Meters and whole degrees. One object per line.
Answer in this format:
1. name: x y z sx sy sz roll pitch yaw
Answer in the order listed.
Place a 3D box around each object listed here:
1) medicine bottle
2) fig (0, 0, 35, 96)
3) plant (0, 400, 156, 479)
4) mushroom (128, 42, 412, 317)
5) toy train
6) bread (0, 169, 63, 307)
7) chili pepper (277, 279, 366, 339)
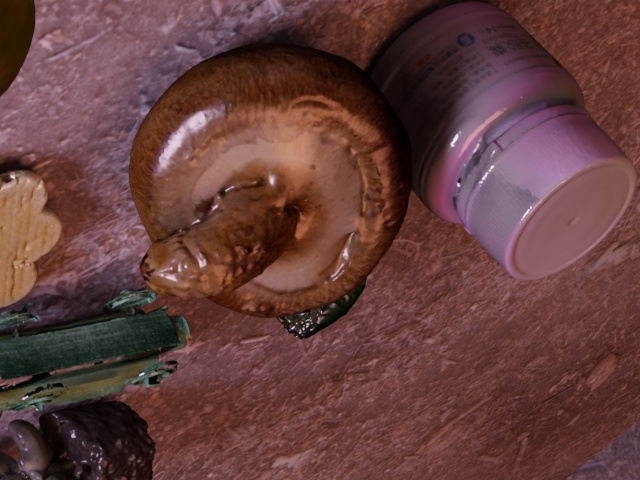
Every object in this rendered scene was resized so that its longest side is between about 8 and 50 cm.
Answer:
1. medicine bottle: 0.221 -0.122 1.780 0.241 0.302 0.241 -26 147 -19
2. fig: -0.392 -0.180 1.133 0.326 0.258 0.258 -24 147 -10
3. plant: -0.356 0.301 1.897 0.274 0.146 0.149 -10 110 -39
4. mushroom: -0.055 -0.071 1.639 0.345 0.239 0.345 -24 154 -12
5. toy train: -0.309 0.153 1.752 0.307 0.126 0.189 -11 159 -38
6. bread: -0.384 0.015 1.599 0.182 0.039 0.251 -2 134 -45
7. chili pepper: -0.004 -0.001 1.896 0.148 0.116 0.264 -13 129 -31
